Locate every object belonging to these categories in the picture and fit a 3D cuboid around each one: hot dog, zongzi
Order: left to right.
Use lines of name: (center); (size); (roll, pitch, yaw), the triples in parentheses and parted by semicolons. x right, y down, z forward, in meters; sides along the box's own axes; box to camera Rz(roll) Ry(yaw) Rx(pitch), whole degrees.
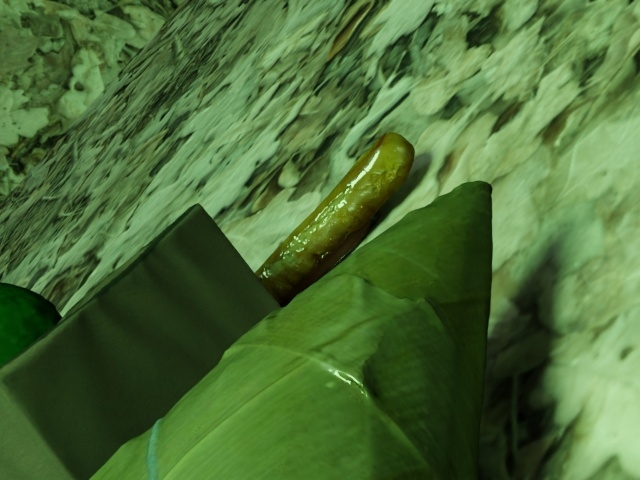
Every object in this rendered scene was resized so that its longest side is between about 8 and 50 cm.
hot dog: (0.000, 0.000, 0.964); (0.215, 0.047, 0.066); (-47, 7, 12)
zongzi: (0.033, 0.135, 0.515); (0.393, 0.174, 0.356); (-48, 24, -9)

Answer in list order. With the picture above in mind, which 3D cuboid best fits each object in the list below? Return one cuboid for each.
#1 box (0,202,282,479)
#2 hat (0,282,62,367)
box: (-0.144, 0.117, 0.815); (0.188, 0.153, 0.252); (-35, 6, 39)
hat: (-0.367, 0.207, 0.968); (0.285, 0.285, 0.400); (6, 76, 66)
